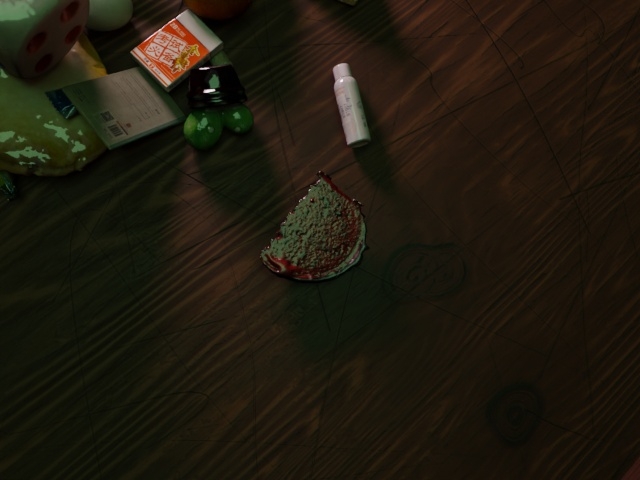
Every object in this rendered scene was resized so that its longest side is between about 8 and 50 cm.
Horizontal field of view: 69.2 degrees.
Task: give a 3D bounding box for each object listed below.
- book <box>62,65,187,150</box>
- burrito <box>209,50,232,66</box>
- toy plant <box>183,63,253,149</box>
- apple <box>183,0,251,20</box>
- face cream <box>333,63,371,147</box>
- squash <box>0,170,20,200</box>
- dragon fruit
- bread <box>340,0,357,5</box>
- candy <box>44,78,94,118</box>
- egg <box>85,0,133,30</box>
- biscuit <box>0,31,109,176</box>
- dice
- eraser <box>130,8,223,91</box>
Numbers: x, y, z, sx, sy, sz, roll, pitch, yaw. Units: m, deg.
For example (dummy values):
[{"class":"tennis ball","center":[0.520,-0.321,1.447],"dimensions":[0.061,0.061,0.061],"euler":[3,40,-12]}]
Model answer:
[{"class":"book","center":[-0.550,-0.388,1.332],"dimensions":[0.215,0.025,0.282],"euler":[53,44,-2]},{"class":"burrito","center":[-0.321,-0.574,1.463],"dimensions":[0.058,0.045,0.188],"euler":[-33,88,-28]},{"class":"toy plant","center":[-0.313,-0.398,1.392],"dimensions":[0.218,0.175,0.235],"euler":[-15,112,-18]},{"class":"apple","center":[-0.312,-0.783,1.426],"dimensions":[0.234,0.173,0.210],"euler":[-13,85,-2]},{"class":"face cream","center":[0.096,-0.442,1.512],"dimensions":[0.082,0.082,0.269],"euler":[-13,86,-12]},{"class":"squash","center":[-0.938,-0.248,1.286],"dimensions":[0.087,0.087,0.331],"euler":[-33,91,-13]},{"class":"dragon fruit","center":[0.000,0.000,1.434],"dimensions":[0.282,0.100,0.343],"euler":[39,81,-6]},{"class":"bread","center":[0.046,-0.919,1.526],"dimensions":[0.240,0.135,0.178],"euler":[23,80,-6]},{"class":"candy","center":[-0.670,-0.391,1.281],"dimensions":[0.136,0.038,0.088],"euler":[-31,94,-31]},{"class":"egg","center":[-0.651,-0.693,1.357],"dimensions":[0.192,0.149,0.149],"euler":[-3,84,-17]},{"class":"biscuit","center":[-0.791,-0.392,1.307],"dimensions":[0.429,0.104,0.446],"euler":[-35,93,-27]},{"class":"dice","center":[-0.767,-0.603,1.118],"dimensions":[0.304,0.304,0.277],"euler":[40,72,-18]},{"class":"eraser","center":[-0.432,-0.578,1.407],"dimensions":[0.157,0.038,0.230],"euler":[44,76,4]}]
